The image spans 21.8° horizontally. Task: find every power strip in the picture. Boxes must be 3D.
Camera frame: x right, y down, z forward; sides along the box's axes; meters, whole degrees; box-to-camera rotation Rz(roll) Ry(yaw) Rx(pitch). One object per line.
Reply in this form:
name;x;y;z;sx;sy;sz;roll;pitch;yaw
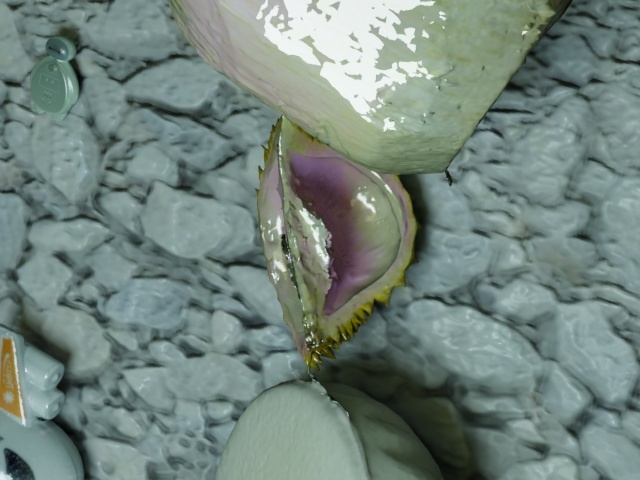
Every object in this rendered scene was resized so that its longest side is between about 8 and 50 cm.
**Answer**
power strip;-0.248;-0.156;1.581;0.055;0.035;0.083;24;116;19

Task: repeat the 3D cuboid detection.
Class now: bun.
bun;0.035;0.250;1.433;0.263;0.175;0.263;-19;67;56

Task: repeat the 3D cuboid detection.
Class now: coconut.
coconut;0.041;-0.273;1.261;0.405;0.404;0.404;2;95;22

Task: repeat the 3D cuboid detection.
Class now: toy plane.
toy plane;-0.337;0.191;1.598;0.245;0.117;0.244;1;93;22

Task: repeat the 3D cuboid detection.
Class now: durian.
durian;-0.002;-0.001;1.432;0.165;0.132;0.182;-45;73;23
